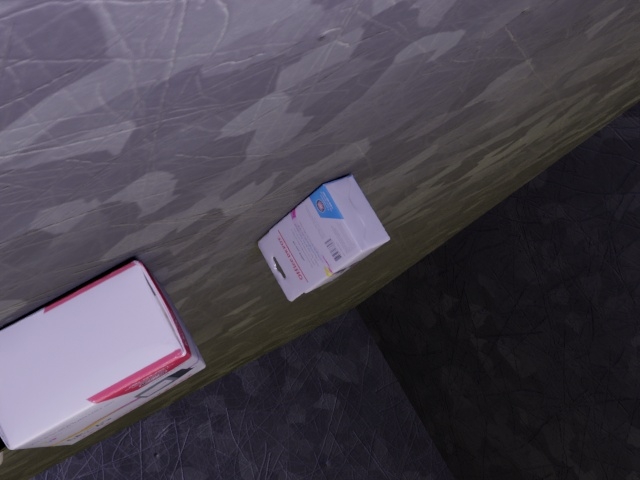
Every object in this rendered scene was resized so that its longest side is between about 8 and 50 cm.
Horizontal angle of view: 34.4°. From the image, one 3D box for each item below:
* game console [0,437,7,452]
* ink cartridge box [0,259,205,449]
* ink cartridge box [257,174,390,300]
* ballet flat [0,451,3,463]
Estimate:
[{"bbox_3d":[-0.448,0.219,1.175,0.213,0.044,0.361,-31,162,-28],"label":"game console"},{"bbox_3d":[-0.273,0.148,1.269,0.226,0.131,0.306,-29,171,-6],"label":"ink cartridge box"},{"bbox_3d":[0.000,0.000,1.421,0.062,0.104,0.181,-22,170,-42],"label":"ink cartridge box"},{"bbox_3d":[-0.598,0.348,1.585,0.086,0.086,0.248,-37,172,41],"label":"ballet flat"}]
